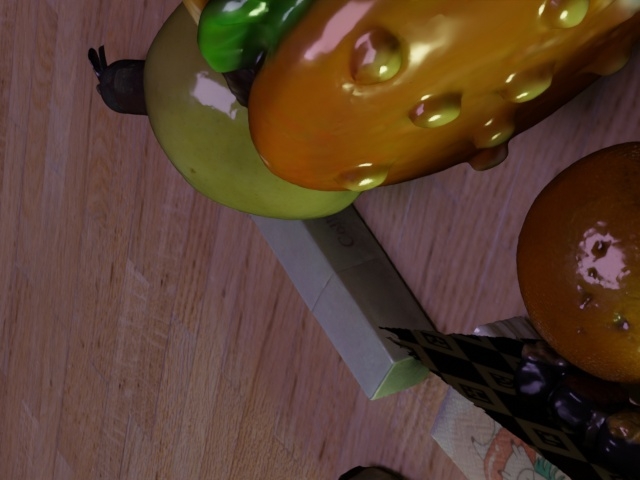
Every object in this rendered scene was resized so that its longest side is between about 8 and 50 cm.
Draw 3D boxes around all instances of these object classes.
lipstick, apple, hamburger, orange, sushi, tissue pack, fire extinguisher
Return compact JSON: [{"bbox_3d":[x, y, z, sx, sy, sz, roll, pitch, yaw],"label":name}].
[{"bbox_3d":[0.000,0.000,1.707,0.371,0.076,0.080,56,142,25],"label":"lipstick"},{"bbox_3d":[-0.042,-0.146,1.566,0.262,0.262,0.262,28,125,48],"label":"apple"},{"bbox_3d":[0.096,-0.211,1.231,0.277,0.396,0.396,63,145,17],"label":"hamburger"},{"bbox_3d":[0.252,0.017,1.236,0.206,0.206,0.206,28,125,48],"label":"orange"},{"bbox_3d":[0.225,0.129,1.298,0.290,0.264,0.050,37,109,40],"label":"sushi"},{"bbox_3d":[0.239,0.239,1.460,0.325,0.071,0.170,51,138,32],"label":"tissue pack"},{"bbox_3d":[-0.214,-0.199,1.941,0.268,0.072,0.089,11,121,54],"label":"fire extinguisher"}]

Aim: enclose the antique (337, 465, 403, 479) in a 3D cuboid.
[{"bbox_3d":[-0.018,0.367,1.698,0.125,0.284,0.150,19,120,52],"label":"antique"}]
